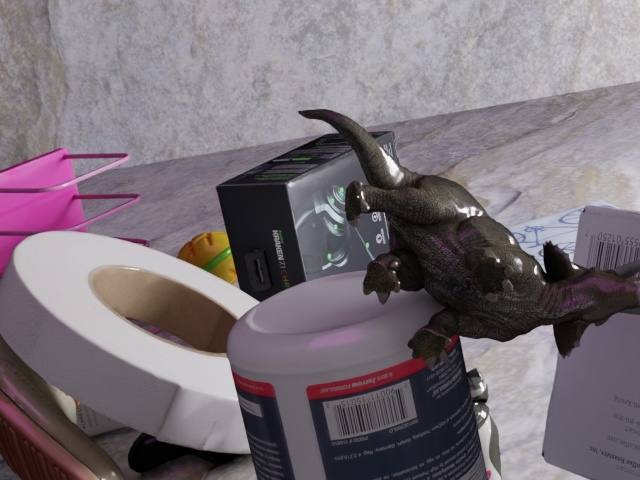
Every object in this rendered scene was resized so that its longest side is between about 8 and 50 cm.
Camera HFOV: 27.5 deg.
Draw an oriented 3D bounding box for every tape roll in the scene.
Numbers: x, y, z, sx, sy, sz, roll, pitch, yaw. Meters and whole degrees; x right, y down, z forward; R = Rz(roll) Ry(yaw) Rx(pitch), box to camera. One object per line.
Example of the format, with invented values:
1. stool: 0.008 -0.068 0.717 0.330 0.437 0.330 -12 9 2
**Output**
1. tape roll: -0.185 0.110 1.513 0.392 0.072 0.392 24 14 -6

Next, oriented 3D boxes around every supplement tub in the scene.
1. supplement tub: 0.039 0.177 1.092 0.191 0.272 0.191 -11 15 3

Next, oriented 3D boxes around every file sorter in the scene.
1. file sorter: -0.371 0.025 1.979 0.182 0.291 0.202 2 20 36

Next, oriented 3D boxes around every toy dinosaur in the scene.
1. toy dinosaur: 0.101 0.009 1.008 0.313 0.121 0.160 32 20 23

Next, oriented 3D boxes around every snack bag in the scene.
1. snack bag: 0.351 0.020 1.902 0.323 0.037 0.342 -16 15 -12

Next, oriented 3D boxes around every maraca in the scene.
1. maraca: -0.196 0.048 2.139 0.185 0.099 0.127 -32 3 38

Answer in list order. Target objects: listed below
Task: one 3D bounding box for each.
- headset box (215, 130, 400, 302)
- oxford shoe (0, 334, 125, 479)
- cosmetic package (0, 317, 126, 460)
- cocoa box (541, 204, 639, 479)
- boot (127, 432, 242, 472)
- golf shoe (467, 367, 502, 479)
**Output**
1. headset box: 0.000 0.000 1.852 0.131 0.246 0.283 0 20 38
2. oxford shoe: -0.324 0.158 1.471 0.146 0.140 0.397 -33 55 -27
3. cosmetic package: -0.432 0.184 1.699 0.385 0.156 0.217 -15 15 -7
4. cocoa box: 0.385 0.112 1.030 0.228 0.232 0.347 6 3 -32
5. boot: -0.146 0.235 1.491 0.099 0.045 0.121 11 28 43
6. golf shoe: 0.110 0.204 1.299 0.105 0.120 0.273 -21 -7 -9
